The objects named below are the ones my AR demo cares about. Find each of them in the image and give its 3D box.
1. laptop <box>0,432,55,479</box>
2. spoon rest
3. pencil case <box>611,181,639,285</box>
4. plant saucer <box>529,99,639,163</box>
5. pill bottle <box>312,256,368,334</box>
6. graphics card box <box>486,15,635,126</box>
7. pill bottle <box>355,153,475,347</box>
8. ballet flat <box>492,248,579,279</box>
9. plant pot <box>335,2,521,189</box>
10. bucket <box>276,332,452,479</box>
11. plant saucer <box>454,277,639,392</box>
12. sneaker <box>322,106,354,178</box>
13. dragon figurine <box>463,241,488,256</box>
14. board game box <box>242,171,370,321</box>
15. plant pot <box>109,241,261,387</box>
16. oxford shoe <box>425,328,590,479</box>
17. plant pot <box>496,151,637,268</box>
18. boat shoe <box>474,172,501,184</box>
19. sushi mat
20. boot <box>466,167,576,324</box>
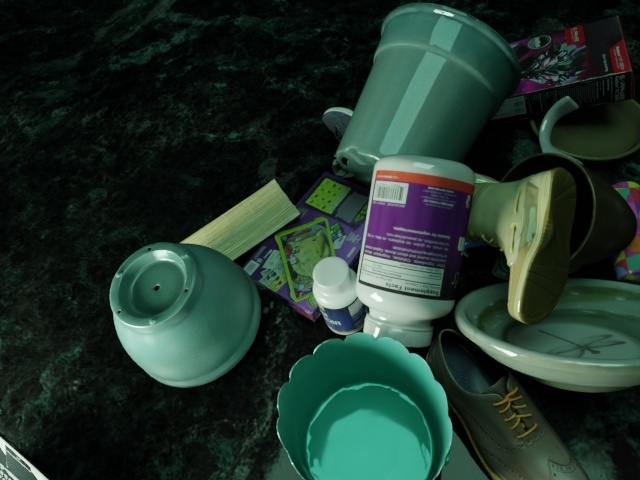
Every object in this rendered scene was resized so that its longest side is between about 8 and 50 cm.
[{"bbox_3d":[-0.576,0.479,0.860,0.234,0.265,0.136,23,24,23],"label":"laptop"},{"bbox_3d":[0.555,-0.193,1.170,0.084,0.137,0.277,-20,55,48],"label":"spoon rest"},{"bbox_3d":[0.639,-0.010,1.050,0.104,0.104,0.237,1,52,10],"label":"pencil case"},{"bbox_3d":[0.671,-0.292,1.285,0.277,0.041,0.278,-4,54,6],"label":"plant saucer"},{"bbox_3d":[0.037,0.108,1.009,0.094,0.169,0.094,-8,51,10],"label":"pill bottle"},{"bbox_3d":[0.576,-0.427,1.308,0.370,0.094,0.233,-7,52,27],"label":"graphics card box"},{"bbox_3d":[0.164,0.017,0.917,0.181,0.181,0.323,10,94,16],"label":"pill bottle"},{"bbox_3d":[0.442,0.049,1.053,0.188,0.070,0.070,-1,53,-8],"label":"ballet flat"},{"bbox_3d":[0.218,-0.275,1.151,0.341,0.341,0.334,25,84,25],"label":"plant pot"},{"bbox_3d":[0.076,0.313,0.849,0.280,0.183,0.281,-4,54,6],"label":"bucket"},{"bbox_3d":[0.435,0.164,0.872,0.399,0.101,0.400,-4,12,1],"label":"plant saucer"},{"bbox_3d":[0.057,-0.255,1.329,0.226,0.086,0.163,34,63,27],"label":"sneaker"},{"bbox_3d":[0.322,-0.046,1.061,0.144,0.289,0.085,-32,36,42],"label":"dragon figurine"},{"bbox_3d":[0.000,0.000,1.178,0.208,0.056,0.347,24,61,29],"label":"board game box"},{"bbox_3d":[-0.288,0.123,1.014,0.292,0.196,0.293,-6,61,11],"label":"plant pot"},{"bbox_3d":[0.306,0.301,0.850,0.129,0.133,0.364,-34,56,-15],"label":"oxford shoe"},{"bbox_3d":[0.484,-0.039,0.967,0.230,0.215,0.216,6,46,-30],"label":"plant pot"},{"bbox_3d":[0.406,-0.079,1.139,0.285,0.103,0.092,19,64,26],"label":"boat shoe"},{"bbox_3d":[-0.208,-0.018,1.207,0.316,0.019,0.151,-35,52,-6],"label":"sushi mat"},{"bbox_3d":[0.322,0.009,0.894,0.203,0.095,0.262,-1,73,59],"label":"boot"}]
